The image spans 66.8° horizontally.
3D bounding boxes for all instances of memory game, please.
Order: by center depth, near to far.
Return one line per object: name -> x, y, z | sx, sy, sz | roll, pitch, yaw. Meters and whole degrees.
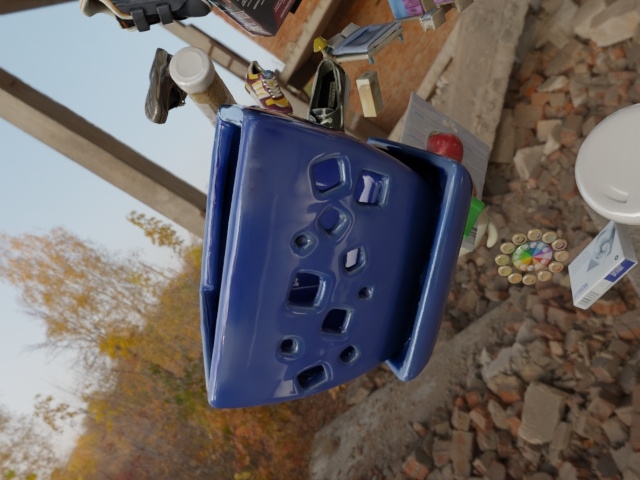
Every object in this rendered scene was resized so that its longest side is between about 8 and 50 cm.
memory game -> 0.552, 0.046, 1.266 | 0.186, 0.186, 0.012 | -53, 17, 32

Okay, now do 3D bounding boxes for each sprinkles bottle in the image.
sprinkles bottle -> -0.348, -0.461, 1.519 | 0.121, 0.121, 0.355 | -59, -9, -4

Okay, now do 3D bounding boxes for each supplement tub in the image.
supplement tub -> 0.692, -0.134, 0.970 | 0.228, 0.316, 0.229 | -7, 81, 53

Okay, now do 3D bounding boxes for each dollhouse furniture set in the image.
dollhouse furniture set -> 0.139, -0.572, 1.173 | 0.303, 0.198, 0.286 | -41, 31, -13

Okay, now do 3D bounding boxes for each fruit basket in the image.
fruit basket -> 0.327, -0.184, 1.342 | 0.165, 0.327, 0.353 | -24, 48, 54

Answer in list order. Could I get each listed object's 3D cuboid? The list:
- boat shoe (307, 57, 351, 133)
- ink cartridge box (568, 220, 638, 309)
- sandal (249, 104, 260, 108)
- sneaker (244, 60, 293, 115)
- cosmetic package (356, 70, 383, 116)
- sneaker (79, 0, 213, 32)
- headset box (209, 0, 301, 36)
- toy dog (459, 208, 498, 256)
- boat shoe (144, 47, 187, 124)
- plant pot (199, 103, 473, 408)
boat shoe -> 0.007, -0.211, 0.865 | 0.070, 0.077, 0.220 | 17, -105, -66
ink cartridge box -> 0.794, 0.047, 1.388 | 0.223, 0.045, 0.224 | 109, -178, -45
sandal -> -0.230, -0.358, 1.711 | 0.138, 0.126, 0.318 | 82, 178, -55
sneaker -> -0.137, -0.398, 1.278 | 0.069, 0.185, 0.084 | -28, -29, -36
cosmetic package -> 0.143, -0.419, 1.387 | 0.041, 0.115, 0.060 | 8, 46, 32
sneaker -> -0.433, -0.581, 1.207 | 0.126, 0.320, 0.128 | 155, 123, -84
headset box -> -0.131, -0.508, 0.817 | 0.218, 0.293, 0.110 | -60, 36, 3
toy dog -> 0.372, 0.002, 1.715 | 0.408, 0.395, 0.285 | 120, 150, -42
boat shoe -> -0.497, -0.511, 1.607 | 0.132, 0.130, 0.356 | -51, 37, 41
plant pot -> 0.000, 0.000, 0.477 | 0.236, 0.212, 0.236 | -132, 48, -67
